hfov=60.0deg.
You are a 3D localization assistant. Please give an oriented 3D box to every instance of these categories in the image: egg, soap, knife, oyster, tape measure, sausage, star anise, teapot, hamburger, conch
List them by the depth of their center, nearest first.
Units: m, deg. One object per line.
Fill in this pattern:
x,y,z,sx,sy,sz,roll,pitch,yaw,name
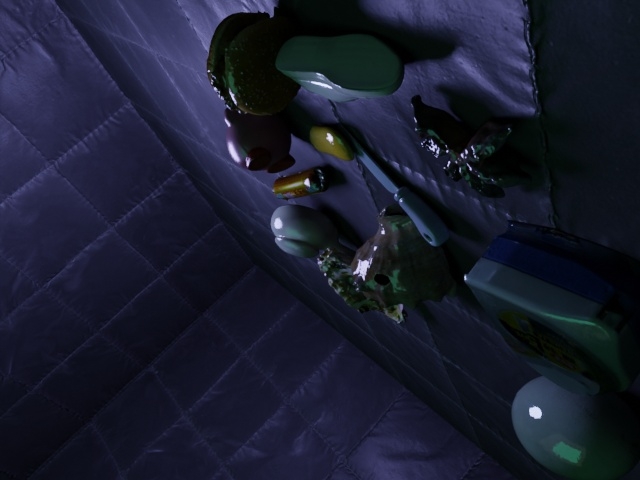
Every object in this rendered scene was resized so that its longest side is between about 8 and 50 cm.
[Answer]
0.222,-0.124,0.835,0.208,0.063,0.171,34,164,42,star anise
0.391,0.122,0.892,0.259,0.138,0.262,30,160,53,tape measure
-0.117,-0.319,1.014,0.118,0.191,0.181,33,143,45,hamburger
0.512,0.375,1.124,0.203,0.203,0.283,49,162,-11,egg
0.146,-0.118,1.162,0.331,0.044,0.080,49,175,14,knife
0.021,-0.219,1.228,0.089,0.033,0.168,58,168,-31,soap
0.188,0.069,1.305,0.263,0.186,0.324,19,156,26,conch
-0.048,-0.157,1.552,0.082,0.082,0.371,49,166,-14,sausage
0.138,0.123,1.677,0.201,0.107,0.354,-9,137,40,oyster
-0.005,-0.007,1.712,0.318,0.149,0.220,15,171,22,teapot

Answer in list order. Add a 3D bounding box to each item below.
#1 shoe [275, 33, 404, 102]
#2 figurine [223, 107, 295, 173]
0.046,-0.274,0.913,0.265,0.095,0.110,28,179,38,shoe
-0.156,-0.258,1.397,0.173,0.173,0.173,43,166,13,figurine
